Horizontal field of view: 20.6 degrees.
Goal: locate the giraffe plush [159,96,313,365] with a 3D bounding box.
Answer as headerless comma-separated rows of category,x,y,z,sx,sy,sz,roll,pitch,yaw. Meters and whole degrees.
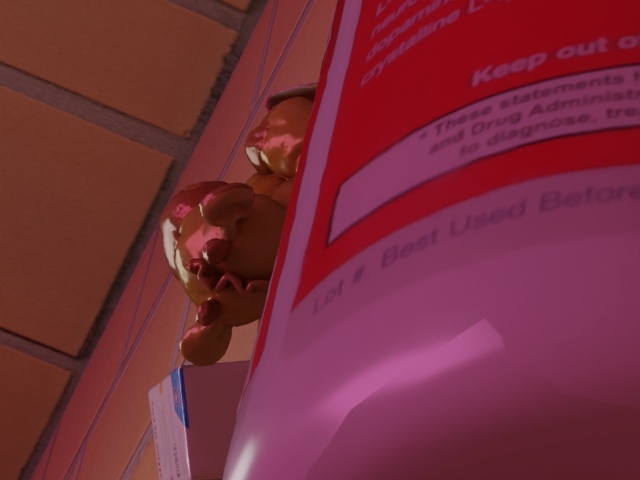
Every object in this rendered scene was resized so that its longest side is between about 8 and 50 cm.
giraffe plush,-0.032,0.004,1.190,0.210,0.170,0.181,1,105,53

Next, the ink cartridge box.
ink cartridge box,-0.083,0.154,1.442,0.143,0.090,0.092,142,122,-70

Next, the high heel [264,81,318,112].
high heel,0.030,-0.109,1.431,0.244,0.117,0.082,173,119,-78

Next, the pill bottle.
pill bottle,0.111,-0.033,0.549,0.407,0.229,0.229,-78,15,-46

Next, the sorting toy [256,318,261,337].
sorting toy,0.000,0.000,1.379,0.307,0.041,0.229,124,147,-48
